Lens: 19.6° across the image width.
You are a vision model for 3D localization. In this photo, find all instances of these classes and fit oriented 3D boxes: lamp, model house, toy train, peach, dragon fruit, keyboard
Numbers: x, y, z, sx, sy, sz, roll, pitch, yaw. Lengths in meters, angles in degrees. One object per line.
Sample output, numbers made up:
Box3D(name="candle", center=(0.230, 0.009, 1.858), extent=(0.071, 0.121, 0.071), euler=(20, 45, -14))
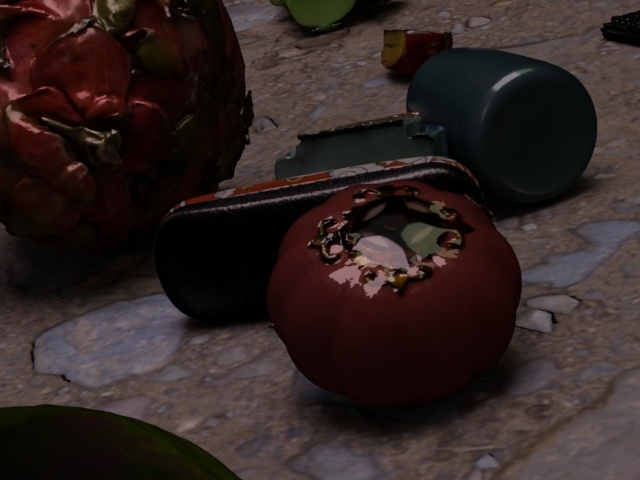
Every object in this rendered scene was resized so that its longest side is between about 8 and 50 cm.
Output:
Box3D(name="lamp", center=(0.052, 0.042, 1.304), extent=(0.182, 0.140, 0.182), euler=(-4, 40, 3))
Box3D(name="model house", center=(0.050, -0.053, 1.565), extent=(0.148, 0.119, 0.148), euler=(-8, 13, 17))
Box3D(name="toy train", center=(0.009, -0.324, 2.239), extent=(0.157, 0.105, 0.253), euler=(-28, 21, 1))
Box3D(name="peach", center=(0.095, -0.199, 1.939), extent=(0.083, 0.050, 0.077), euler=(10, 8, 28))
Box3D(name="dragon fruit", center=(-0.236, -0.123, 1.633), extent=(0.296, 0.314, 0.263), euler=(-3, 29, 25))
Box3D(name="keyboard", center=(0.373, -0.205, 1.831), extent=(0.072, 0.023, 0.231), euler=(-22, 24, -24))

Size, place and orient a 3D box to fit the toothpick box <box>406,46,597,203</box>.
Box3D(name="toothpick box", center=(0.149, -0.108, 1.609), extent=(0.120, 0.120, 0.184), euler=(-20, 21, -15))

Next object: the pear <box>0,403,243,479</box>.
Box3D(name="pear", center=(-0.172, 0.202, 0.927), extent=(0.399, 0.165, 0.399), euler=(-4, 32, 3))

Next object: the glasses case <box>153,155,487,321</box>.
Box3D(name="glasses case", center=(0.000, 0.000, 1.462), extent=(0.267, 0.103, 0.067), euler=(-9, 24, 9))
